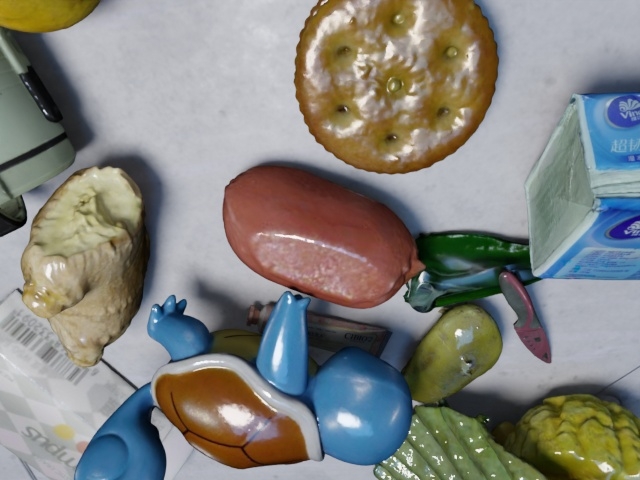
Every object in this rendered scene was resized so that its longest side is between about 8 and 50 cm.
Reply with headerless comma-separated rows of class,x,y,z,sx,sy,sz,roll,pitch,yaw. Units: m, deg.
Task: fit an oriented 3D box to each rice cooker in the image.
rice cooker,-0.400,-0.116,0.548,0.226,0.226,0.244,-15,113,13

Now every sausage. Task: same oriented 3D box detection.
sausage,0.000,0.000,0.618,0.254,0.148,0.148,15,119,-4

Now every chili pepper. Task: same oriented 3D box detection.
chili pepper,0.209,0.033,0.659,0.216,0.062,0.108,-13,116,10

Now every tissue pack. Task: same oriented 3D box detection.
tissue pack,0.370,-0.048,0.520,0.263,0.146,0.198,1,159,7

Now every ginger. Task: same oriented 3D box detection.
ginger,-0.289,0.038,0.630,0.130,0.221,0.275,9,111,-10

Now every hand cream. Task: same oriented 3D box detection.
hand cream,-0.004,0.135,0.746,0.210,0.043,0.067,14,118,-8

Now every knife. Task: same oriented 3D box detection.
knife,0.274,0.111,0.680,0.035,0.018,0.247,-20,133,22

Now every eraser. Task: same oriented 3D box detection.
eraser,-0.419,0.283,0.838,0.213,0.082,0.397,-34,110,21

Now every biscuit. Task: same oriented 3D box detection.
biscuit,0.078,-0.178,0.555,0.220,0.066,0.220,1,121,2

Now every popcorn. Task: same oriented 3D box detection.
popcorn,0.369,0.355,0.722,0.270,0.224,0.258,48,119,29

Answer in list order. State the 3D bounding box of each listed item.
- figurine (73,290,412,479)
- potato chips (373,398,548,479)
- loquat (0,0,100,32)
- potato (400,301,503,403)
figurine,-0.100,0.190,0.660,0.416,0.243,0.298,-10,135,-4
potato chips,0.209,0.421,0.737,0.097,0.389,0.373,-17,119,-25
loquat,-0.293,-0.292,0.482,0.204,0.149,0.172,24,120,8
potato,0.182,0.168,0.722,0.105,0.085,0.188,32,121,-10
